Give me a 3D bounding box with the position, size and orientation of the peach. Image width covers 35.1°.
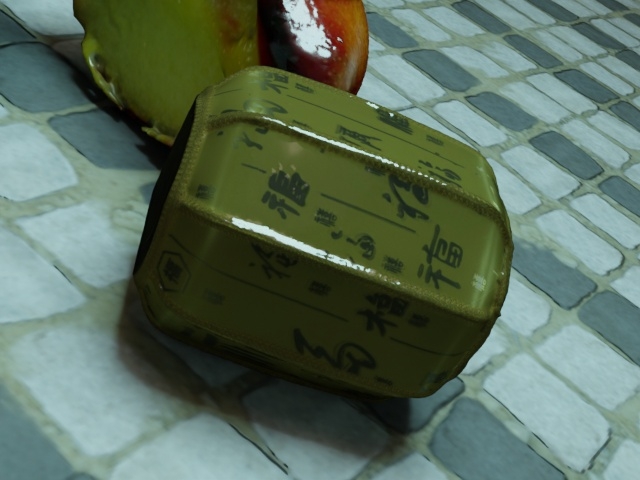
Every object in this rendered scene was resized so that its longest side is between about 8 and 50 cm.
[{"bbox_3d":[-0.053,-0.137,0.708,0.154,0.159,0.267,-16,40,-43],"label":"peach"}]

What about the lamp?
[{"bbox_3d":[0.000,0.000,0.552,0.185,0.161,0.161,18,31,-12],"label":"lamp"}]
